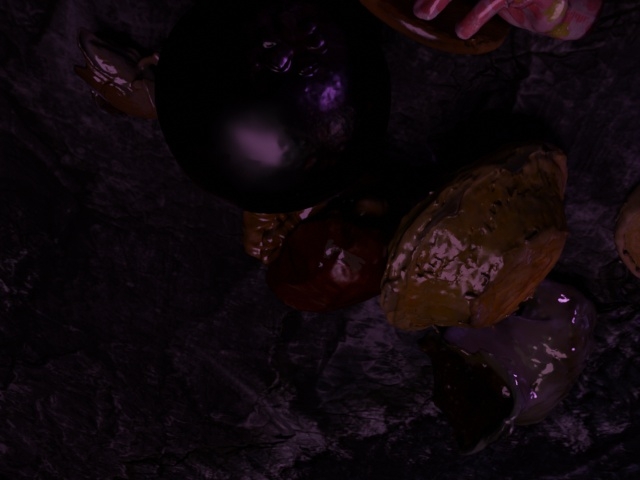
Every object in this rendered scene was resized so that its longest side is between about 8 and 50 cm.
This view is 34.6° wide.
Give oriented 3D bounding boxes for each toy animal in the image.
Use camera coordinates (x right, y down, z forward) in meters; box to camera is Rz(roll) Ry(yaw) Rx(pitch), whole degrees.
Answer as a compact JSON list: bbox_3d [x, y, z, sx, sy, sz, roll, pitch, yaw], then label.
[{"bbox_3d":[-0.291,-0.229,1.429,0.179,0.089,0.188,-3,148,42],"label":"toy animal"}]

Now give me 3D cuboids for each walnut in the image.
[{"bbox_3d":[0.000,0.000,1.506,0.243,0.222,0.269,11,148,-22],"label":"walnut"}]

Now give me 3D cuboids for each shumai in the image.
[{"bbox_3d":[0.298,0.242,1.687,0.291,0.288,0.330,5,140,7],"label":"shumai"}]

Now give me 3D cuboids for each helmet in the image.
[{"bbox_3d":[0.181,-0.073,1.519,0.065,0.049,0.084,-45,150,13],"label":"helmet"}]

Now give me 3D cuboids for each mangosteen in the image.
[{"bbox_3d":[-0.073,-0.172,1.276,0.297,0.297,0.313,37,148,-29],"label":"mangosteen"}]

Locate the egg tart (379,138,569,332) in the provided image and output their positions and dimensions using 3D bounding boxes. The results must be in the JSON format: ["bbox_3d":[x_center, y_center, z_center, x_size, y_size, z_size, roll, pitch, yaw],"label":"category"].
[{"bbox_3d":[0.234,0.015,1.421,0.132,0.341,0.341,47,154,30],"label":"egg tart"}]

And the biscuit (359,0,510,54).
[{"bbox_3d":[0.126,-0.269,1.213,0.224,0.144,0.033,16,129,-17],"label":"biscuit"}]

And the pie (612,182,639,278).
[{"bbox_3d":[0.562,-0.012,1.488,0.274,0.055,0.274,8,141,6],"label":"pie"}]

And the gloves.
[{"bbox_3d":[0.193,-0.301,1.168,0.241,0.145,0.126,22,132,-19],"label":"gloves"}]
